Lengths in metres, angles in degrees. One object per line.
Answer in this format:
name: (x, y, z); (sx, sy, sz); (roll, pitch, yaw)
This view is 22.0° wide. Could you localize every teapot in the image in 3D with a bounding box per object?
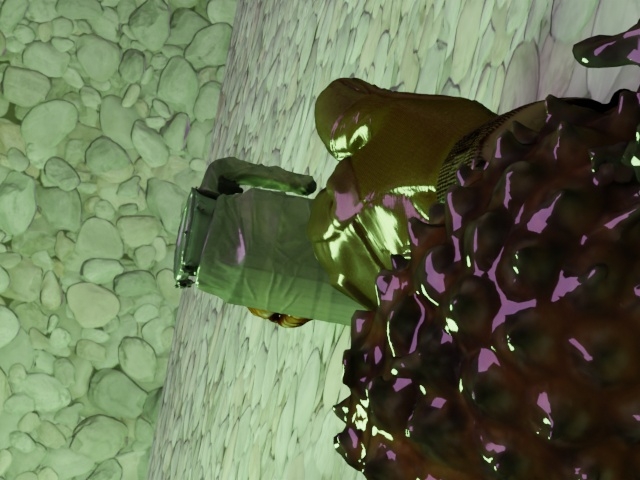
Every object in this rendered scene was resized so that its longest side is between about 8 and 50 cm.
teapot: (0.000, 0.000, 1.155); (0.077, 0.200, 0.107); (119, 160, -58)

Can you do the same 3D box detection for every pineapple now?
pineapple: (0.133, -0.005, 0.594); (0.361, 0.175, 0.175); (-54, 23, 41)

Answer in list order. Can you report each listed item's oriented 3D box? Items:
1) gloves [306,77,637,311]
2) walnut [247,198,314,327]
gloves: (0.076, -0.013, 0.907); (0.331, 0.154, 0.141); (-176, 101, -73)
walnut: (-0.023, 0.023, 1.529); (0.207, 0.116, 0.116); (144, 138, -75)
